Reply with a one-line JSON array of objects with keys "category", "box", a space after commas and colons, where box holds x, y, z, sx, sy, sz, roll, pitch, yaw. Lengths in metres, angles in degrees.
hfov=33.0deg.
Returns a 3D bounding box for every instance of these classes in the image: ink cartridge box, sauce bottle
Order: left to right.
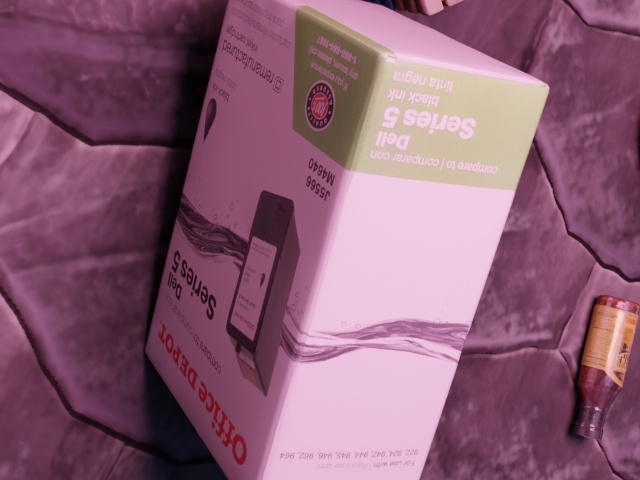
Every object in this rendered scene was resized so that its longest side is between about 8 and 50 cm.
[{"category": "ink cartridge box", "box": [0.000, 0.000, 0.660, 0.114, 0.198, 0.273, 5, 111, -30]}, {"category": "sauce bottle", "box": [0.255, 0.114, 0.974, 0.042, 0.042, 0.128, 15, 87, -33]}]

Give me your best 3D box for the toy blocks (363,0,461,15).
[{"category": "toy blocks", "box": [0.062, -0.281, 0.752, 0.381, 0.190, 0.261, -27, 117, -17]}]
